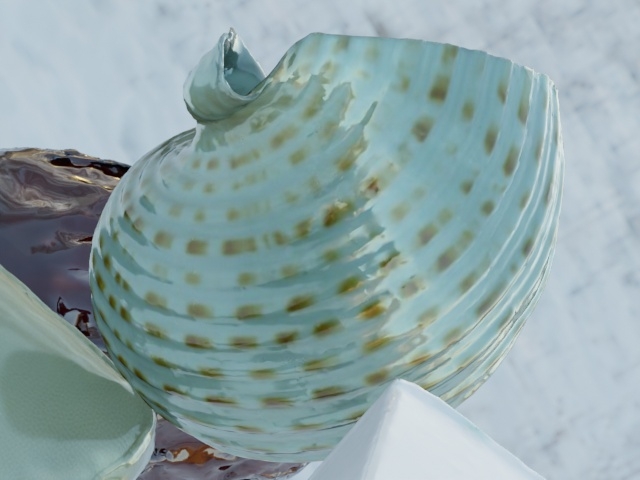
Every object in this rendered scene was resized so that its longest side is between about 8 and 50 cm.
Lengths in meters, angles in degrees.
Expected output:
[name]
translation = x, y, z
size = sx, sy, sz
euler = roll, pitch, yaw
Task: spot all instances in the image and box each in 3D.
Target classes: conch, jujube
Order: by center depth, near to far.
[conch]
translation = 0.000, 0.011, 0.670
size = 0.200, 0.172, 0.131
euler = 62, 28, -77
[jujube]
translation = -0.163, 0.062, 1.433
size = 0.376, 0.258, 0.258
euler = 11, 31, -10

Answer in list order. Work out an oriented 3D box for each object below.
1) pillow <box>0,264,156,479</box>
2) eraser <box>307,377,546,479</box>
[pillow]
translation = -0.254, 0.053, 0.753
size = 0.322, 0.255, 0.120
euler = 40, -22, 16
[eraser]
translation = -0.046, 0.173, 0.478
size = 0.076, 0.298, 0.078
euler = 37, 20, -4
